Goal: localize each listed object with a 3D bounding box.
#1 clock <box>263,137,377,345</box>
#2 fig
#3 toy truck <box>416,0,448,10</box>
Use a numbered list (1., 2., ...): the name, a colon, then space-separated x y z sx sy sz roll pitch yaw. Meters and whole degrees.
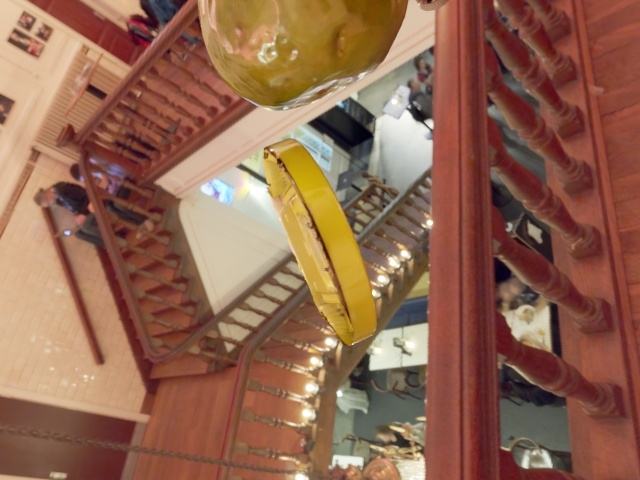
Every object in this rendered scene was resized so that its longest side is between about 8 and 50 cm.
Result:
1. clock: 0.004 -0.002 0.646 0.071 0.277 0.293 -23 6 -9
2. fig: -0.040 -0.287 0.484 0.232 0.314 0.233 -20 35 14
3. toy truck: 0.085 -0.492 0.751 0.367 0.146 0.175 38 96 36
